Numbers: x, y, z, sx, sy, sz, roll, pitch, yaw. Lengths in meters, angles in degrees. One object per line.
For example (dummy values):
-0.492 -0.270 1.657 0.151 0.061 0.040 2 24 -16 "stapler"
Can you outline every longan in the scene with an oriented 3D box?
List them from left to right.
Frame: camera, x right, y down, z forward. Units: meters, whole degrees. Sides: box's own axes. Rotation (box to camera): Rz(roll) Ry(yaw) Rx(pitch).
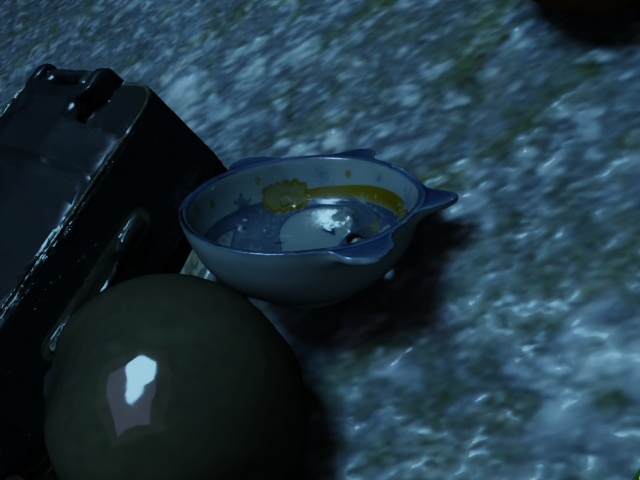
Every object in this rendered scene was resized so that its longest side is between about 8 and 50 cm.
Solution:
-0.108 0.122 0.623 0.196 0.196 0.220 -44 32 0 "longan"

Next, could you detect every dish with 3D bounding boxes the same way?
0.000 0.000 0.696 0.228 0.086 0.236 -6 27 -1 "dish"

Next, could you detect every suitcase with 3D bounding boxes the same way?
-0.289 0.030 0.821 0.283 0.194 0.433 13 68 41 "suitcase"

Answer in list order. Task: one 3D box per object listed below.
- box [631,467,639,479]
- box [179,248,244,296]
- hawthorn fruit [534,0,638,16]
0.200 0.211 0.332 0.148 0.195 0.177 -51 45 -8 "box"
-0.101 0.042 0.772 0.045 0.062 0.098 10 63 35 "box"
0.240 -0.316 0.668 0.258 0.258 0.261 -17 31 26 "hawthorn fruit"
